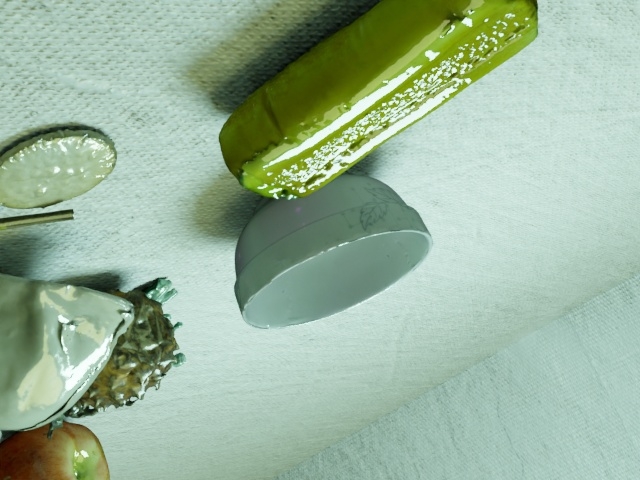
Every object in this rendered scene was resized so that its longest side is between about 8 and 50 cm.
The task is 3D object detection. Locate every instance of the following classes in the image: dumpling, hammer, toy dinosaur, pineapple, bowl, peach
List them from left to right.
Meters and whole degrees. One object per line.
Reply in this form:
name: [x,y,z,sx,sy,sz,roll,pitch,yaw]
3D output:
dumpling: [-0.421,0.137,1.311,0.341,0.181,0.260,-13,146,41]
hammer: [-0.370,-0.019,1.162,0.182,0.017,0.062,-10,154,-16]
peach: [-0.519,0.450,1.903,0.256,0.232,0.232,-19,165,31]
pineapple: [-0.359,0.189,1.549,0.175,0.175,0.361,-2,164,-45]
toy dinosaur: [-0.296,0.187,1.674,0.129,0.076,0.383,23,132,-19]
bowl: [0.000,0.000,1.460,0.287,0.144,0.287,-21,160,-8]

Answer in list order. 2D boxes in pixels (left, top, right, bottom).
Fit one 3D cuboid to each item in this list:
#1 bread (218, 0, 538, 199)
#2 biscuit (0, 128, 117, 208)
bread: [0.053,-0.181,1.117,0.383,0.112,0.166,-33,154,23]
biscuit: [-0.294,-0.075,1.130,0.152,0.020,0.152,-20,159,-8]
